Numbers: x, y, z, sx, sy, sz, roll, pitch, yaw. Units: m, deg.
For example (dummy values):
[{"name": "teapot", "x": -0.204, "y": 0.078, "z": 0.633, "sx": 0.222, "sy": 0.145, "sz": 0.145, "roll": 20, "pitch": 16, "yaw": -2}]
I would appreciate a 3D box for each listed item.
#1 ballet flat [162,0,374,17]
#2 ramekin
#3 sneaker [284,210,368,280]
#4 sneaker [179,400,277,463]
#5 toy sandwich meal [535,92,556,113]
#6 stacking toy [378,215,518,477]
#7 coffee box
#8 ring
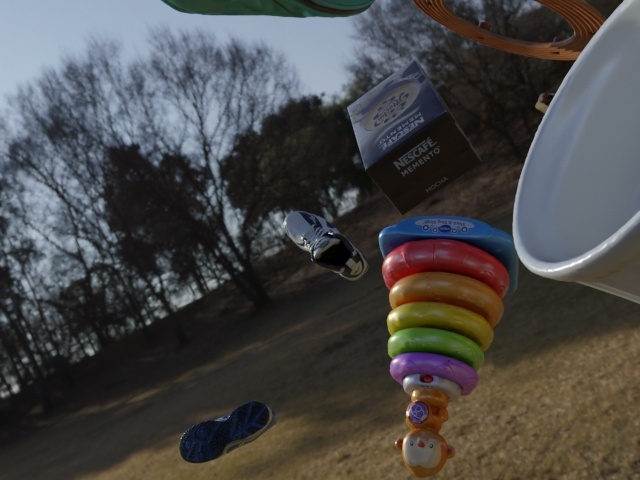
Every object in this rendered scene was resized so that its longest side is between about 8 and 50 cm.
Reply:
[{"name": "ballet flat", "x": -0.050, "y": -0.236, "z": 0.595, "sx": 0.087, "sy": 0.083, "sz": 0.247, "roll": -4, "pitch": 8, "yaw": 42}, {"name": "ramekin", "x": 0.288, "y": -0.074, "z": 0.544, "sx": 0.277, "sy": 0.135, "sz": 0.277, "roll": -156, "pitch": 90, "yaw": -83}, {"name": "sneaker", "x": 0.000, "y": 0.000, "z": 1.540, "sx": 0.094, "sy": 0.235, "sz": 0.153, "roll": -46, "pitch": -16, "yaw": 0}, {"name": "sneaker", "x": -0.178, "y": 0.380, "z": 1.306, "sx": 0.211, "sy": 0.080, "sz": 0.081, "roll": -24, "pitch": -26, "yaw": 14}, {"name": "toy sandwich meal", "x": 0.425, "y": -0.232, "z": 1.203, "sx": 0.029, "sy": 0.085, "sz": 0.085, "roll": -49, "pitch": -2, "yaw": 3}, {"name": "stacking toy", "x": 0.140, "y": 0.134, "z": 0.819, "sx": 0.175, "sy": 0.301, "sz": 0.165, "roll": 4, "pitch": -30, "yaw": 20}, {"name": "coffee box", "x": 0.162, "y": -0.199, "z": 1.234, "sx": 0.168, "sy": 0.119, "sz": 0.297, "roll": -34, "pitch": 28, "yaw": 15}, {"name": "ring", "x": 0.305, "y": -0.372, "z": 1.088, "sx": 0.337, "sy": 0.032, "sz": 0.336, "roll": 19, "pitch": 3, "yaw": -1}]
